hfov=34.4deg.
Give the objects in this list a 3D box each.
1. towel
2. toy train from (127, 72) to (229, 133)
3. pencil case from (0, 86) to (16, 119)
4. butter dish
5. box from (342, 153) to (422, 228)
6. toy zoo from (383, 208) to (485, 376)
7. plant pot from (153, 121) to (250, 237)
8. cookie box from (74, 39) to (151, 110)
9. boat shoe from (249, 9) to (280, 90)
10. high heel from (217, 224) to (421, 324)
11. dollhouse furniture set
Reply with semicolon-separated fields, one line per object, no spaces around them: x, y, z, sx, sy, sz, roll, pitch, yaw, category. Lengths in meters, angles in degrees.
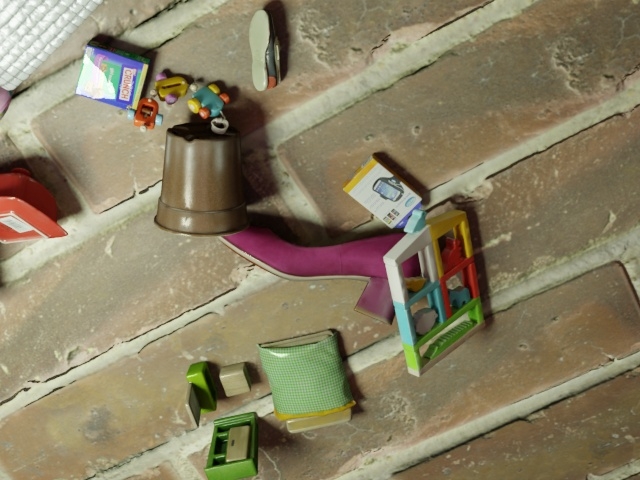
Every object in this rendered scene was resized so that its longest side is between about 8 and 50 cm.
-0.491;-0.404;1.615;0.283;0.121;0.235;-40;122;20;towel
-0.237;-0.216;1.739;0.166;0.125;0.046;8;149;-8;toy train
-0.643;-0.287;1.693;0.284;0.124;0.124;38;111;-19;pencil case
-0.536;-0.072;1.810;0.160;0.118;0.160;-5;153;24;butter dish
0.116;-0.083;1.845;0.136;0.028;0.081;38;111;-20;box
0.205;0.075;1.855;0.192;0.030;0.293;-31;122;-32;toy zoo
-0.203;-0.109;1.767;0.167;0.167;0.165;2;110;-1;plant pot
-0.349;-0.277;1.742;0.107;0.040;0.092;16;115;-9;cookie box
-0.088;-0.318;1.719;0.043;0.049;0.137;-21;121;-37;boat shoe
0.000;0.000;1.869;0.377;0.127;0.181;25;86;-7;high heel
-0.091;0.316;1.978;0.301;0.151;0.198;-13;116;7;dollhouse furniture set
